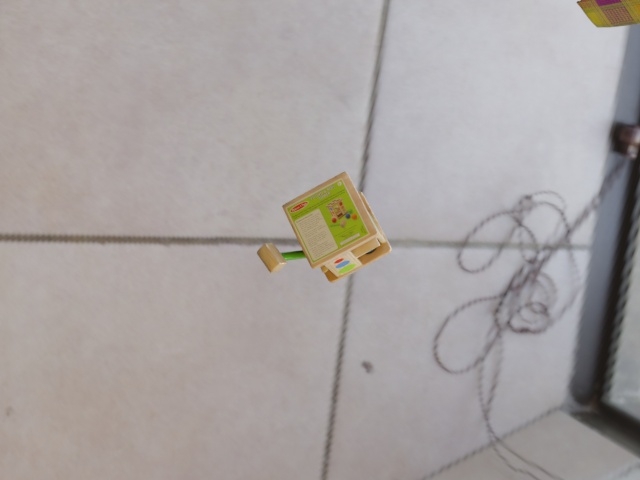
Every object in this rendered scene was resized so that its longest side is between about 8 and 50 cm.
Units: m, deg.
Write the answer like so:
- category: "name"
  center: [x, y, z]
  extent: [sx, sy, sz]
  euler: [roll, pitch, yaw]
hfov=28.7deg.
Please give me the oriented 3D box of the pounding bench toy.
- category: "pounding bench toy"
  center: [0.000, 0.000, 0.897]
  extent: [0.083, 0.065, 0.052]
  euler: [-28, 72, 5]

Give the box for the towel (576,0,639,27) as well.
- category: "towel"
  center: [0.312, -0.239, 1.280]
  extent: [0.060, 0.083, 0.009]
  euler: [35, 58, -46]
